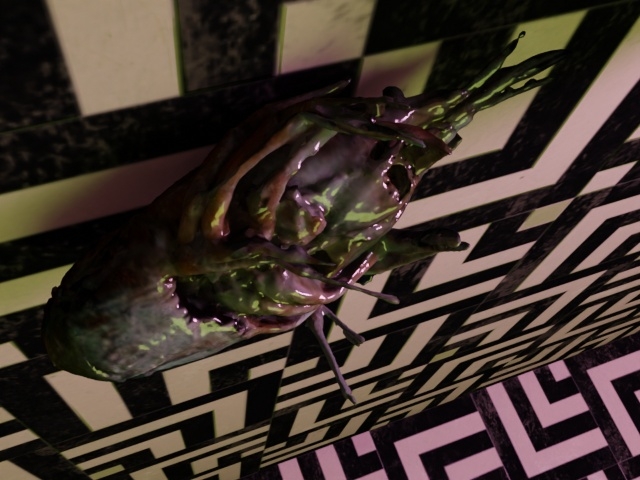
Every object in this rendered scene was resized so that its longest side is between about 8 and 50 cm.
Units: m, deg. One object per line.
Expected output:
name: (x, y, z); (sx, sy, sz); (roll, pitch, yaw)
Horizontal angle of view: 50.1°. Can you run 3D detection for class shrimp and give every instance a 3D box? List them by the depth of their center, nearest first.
shrimp: (-0.002, 0.001, 0.434); (0.372, 0.137, 0.172); (-22, 118, 12)
